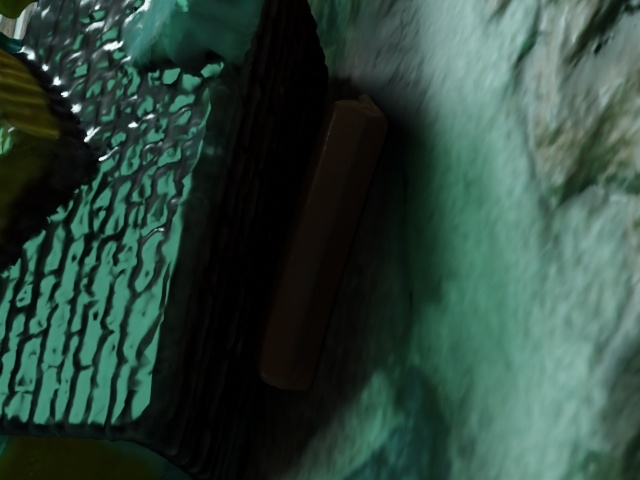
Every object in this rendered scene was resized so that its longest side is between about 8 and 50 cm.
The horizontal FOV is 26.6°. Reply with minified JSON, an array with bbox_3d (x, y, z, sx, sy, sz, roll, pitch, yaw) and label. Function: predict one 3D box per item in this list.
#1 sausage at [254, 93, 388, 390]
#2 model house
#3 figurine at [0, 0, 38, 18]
[{"bbox_3d":[0.000,0.000,0.651,0.035,0.030,0.147,-174,101,-71],"label":"sausage"},{"bbox_3d":[-0.113,-0.009,0.656,0.249,0.230,0.280,140,143,-67],"label":"model house"},{"bbox_3d":[-0.089,-0.276,0.889,0.327,0.169,0.218,-26,5,23],"label":"figurine"}]
